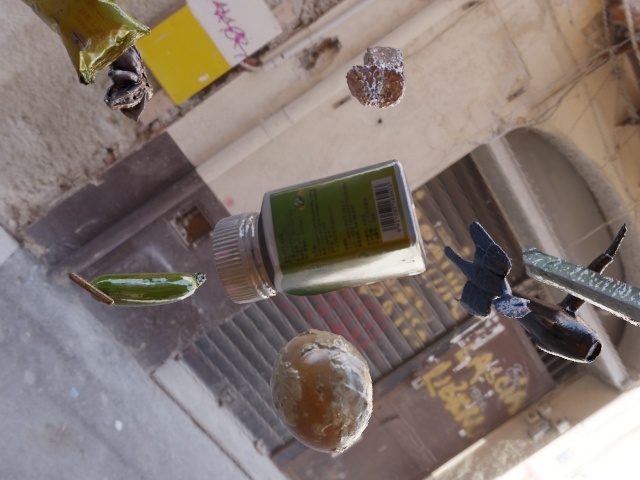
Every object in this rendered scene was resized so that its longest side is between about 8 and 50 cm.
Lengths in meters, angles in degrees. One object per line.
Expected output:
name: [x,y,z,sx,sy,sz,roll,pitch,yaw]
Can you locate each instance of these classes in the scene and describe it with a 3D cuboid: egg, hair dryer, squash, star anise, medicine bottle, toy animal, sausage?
egg: [0.003,0.295,1.098,0.203,0.203,0.245,-120,-164,-78]
hair dryer: [0.617,0.098,1.386,0.120,0.360,0.303,29,9,-37]
squash: [-0.340,0.098,1.128,0.252,0.066,0.066,1,44,-45]
star anise: [-0.451,-0.373,1.301,0.229,0.092,0.237,86,-3,-51]
medicine bottle: [0.000,0.000,0.543,0.132,0.188,0.088,43,36,-70]
toy animal: [0.386,0.085,1.320,0.255,0.176,0.239,24,-58,28]
sausage: [-0.415,0.088,1.019,0.100,0.015,0.015,38,4,-10]

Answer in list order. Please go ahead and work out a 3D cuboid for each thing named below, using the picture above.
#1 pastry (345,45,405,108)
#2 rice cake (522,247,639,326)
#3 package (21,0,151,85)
pastry: [0.128,-0.346,1.180,0.265,0.112,0.103,-66,161,-58]
rice cake: [0.347,0.062,0.715,0.210,0.034,0.043,29,-21,47]
package: [-0.438,-0.416,1.027,0.226,0.168,0.090,50,-6,-3]
